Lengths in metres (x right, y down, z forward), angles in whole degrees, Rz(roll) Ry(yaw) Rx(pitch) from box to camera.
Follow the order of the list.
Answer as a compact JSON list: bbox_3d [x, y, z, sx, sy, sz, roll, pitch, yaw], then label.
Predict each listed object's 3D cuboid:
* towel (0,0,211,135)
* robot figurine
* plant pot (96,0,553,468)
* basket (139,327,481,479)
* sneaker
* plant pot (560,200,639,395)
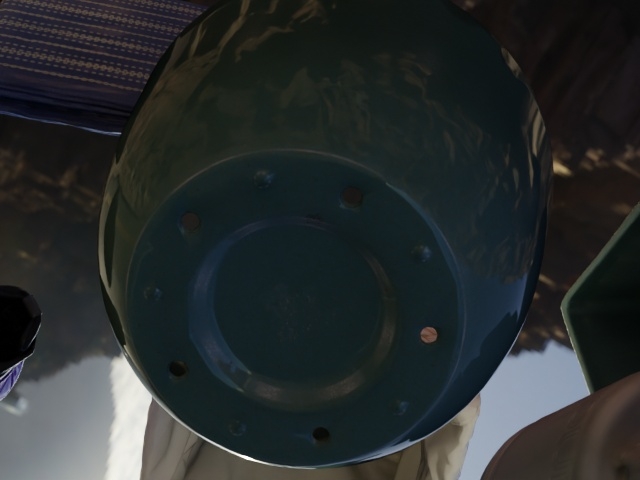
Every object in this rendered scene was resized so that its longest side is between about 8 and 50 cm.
[{"bbox_3d":[-0.187,-0.169,1.201,0.336,0.243,0.040,-96,-162,-63],"label":"towel"},{"bbox_3d":[0.245,0.217,1.016,0.300,0.199,0.353,-35,173,-25],"label":"robot figurine"},{"bbox_3d":[0.000,0.000,0.779,0.293,0.293,0.235,-56,-174,20],"label":"plant pot"},{"bbox_3d":[0.001,0.184,1.437,0.266,0.328,0.331,-62,168,-58],"label":"basket"},{"bbox_3d":[-0.311,0.096,1.202,0.146,0.102,0.293,-36,-178,10],"label":"sneaker"},{"bbox_3d":[0.473,0.112,1.512,0.247,0.252,0.247,115,-31,-53],"label":"plant pot"}]
